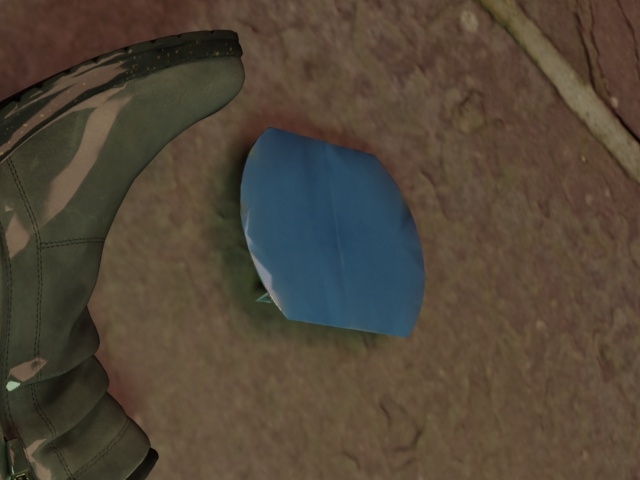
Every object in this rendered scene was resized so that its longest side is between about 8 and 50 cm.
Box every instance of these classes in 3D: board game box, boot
[{"bbox_3d":[0.000,0.000,1.044,0.168,0.033,0.133,12,63,-44],"label":"board game box"},{"bbox_3d":[-0.144,0.032,0.866,0.338,0.118,0.223,-32,100,-32],"label":"boot"}]
